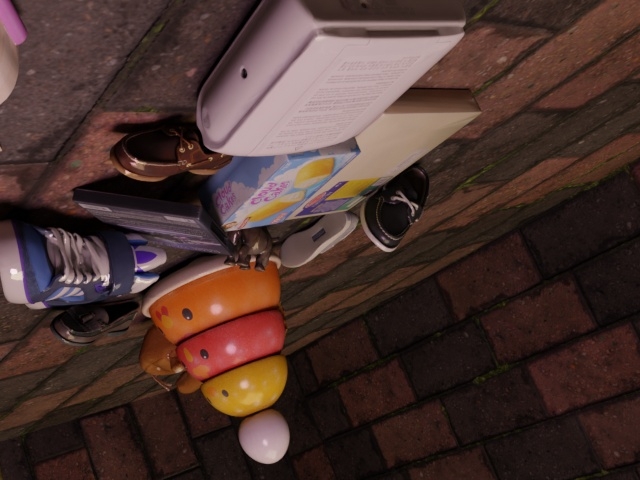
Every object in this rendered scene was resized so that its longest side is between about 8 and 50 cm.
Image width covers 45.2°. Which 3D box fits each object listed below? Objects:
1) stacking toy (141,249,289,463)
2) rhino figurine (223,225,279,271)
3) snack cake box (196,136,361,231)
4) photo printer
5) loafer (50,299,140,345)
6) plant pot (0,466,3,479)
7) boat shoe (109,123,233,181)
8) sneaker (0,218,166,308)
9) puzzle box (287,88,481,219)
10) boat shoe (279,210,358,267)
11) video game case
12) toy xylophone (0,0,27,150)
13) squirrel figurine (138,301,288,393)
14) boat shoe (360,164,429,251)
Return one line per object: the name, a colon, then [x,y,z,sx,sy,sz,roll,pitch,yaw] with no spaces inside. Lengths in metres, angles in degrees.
stacking toy: [-0.185,0.284,1.798,0.350,0.480,0.350,-22,167,-5]
rhino figurine: [-0.139,0.012,1.644,0.073,0.106,0.243,6,174,14]
snack cake box: [-0.075,-0.112,1.275,0.152,0.089,0.264,-13,164,-38]
photo printer: [-0.002,-0.209,0.971,0.256,0.107,0.307,-12,164,-36]
loafer: [-0.503,0.171,1.736,0.084,0.096,0.267,-46,169,11]
plant pot: [-0.670,0.265,1.215,0.366,0.353,0.366,-21,167,-5]
boat shoe: [-0.193,-0.130,1.061,0.073,0.073,0.207,-34,170,34]
sneaker: [-0.365,0.024,1.209,0.236,0.130,0.323,-13,169,-13]
puzzle box: [0.068,-0.151,1.437,0.272,0.052,0.409,-10,162,-44]
boat shoe: [0.000,-0.001,1.854,0.227,0.079,0.081,-34,158,30]
video game case: [-0.259,-0.025,1.255,0.196,0.026,0.274,8,169,6]
toy xylophone: [-0.415,-0.127,0.675,0.322,0.081,0.236,-18,166,-18]
squirrel figurine: [-0.296,0.265,2.119,0.397,0.281,0.370,-31,153,23]
boat shoe: [0.162,-0.080,1.609,0.091,0.114,0.302,-40,-166,28]
